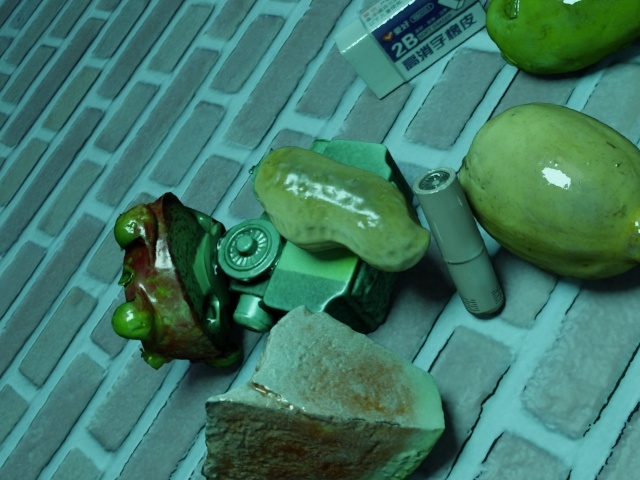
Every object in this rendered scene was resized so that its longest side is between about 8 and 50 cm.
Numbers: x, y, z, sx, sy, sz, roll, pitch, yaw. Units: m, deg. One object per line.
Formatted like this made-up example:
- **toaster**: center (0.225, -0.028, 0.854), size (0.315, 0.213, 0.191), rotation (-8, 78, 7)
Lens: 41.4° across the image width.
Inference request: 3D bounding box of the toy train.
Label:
- **toy train**: center (0.000, 0.000, 1.165), size (0.238, 0.167, 0.299), rotation (11, 69, 30)

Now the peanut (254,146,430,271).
- **peanut**: center (0.024, -0.033, 1.023), size (0.236, 0.110, 0.120), rotation (29, 55, 22)

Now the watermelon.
- **watermelon**: center (-0.021, 0.217, 0.993), size (0.310, 0.232, 0.193), rotation (-25, 16, 39)

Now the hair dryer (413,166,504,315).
- **hair dryer**: center (0.158, -0.043, 1.066), size (0.053, 0.195, 0.220), rotation (-22, 33, 9)

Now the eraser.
- **eraser**: center (0.139, -0.324, 1.294), size (0.210, 0.124, 0.068), rotation (-34, 47, 14)

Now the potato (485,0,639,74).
- **potato**: center (0.340, -0.314, 1.123), size (0.253, 0.148, 0.186), rotation (0, 45, 47)

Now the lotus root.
- **lotus root**: center (0.291, -0.044, 0.947), size (0.183, 0.183, 0.310), rotation (-51, 49, -3)

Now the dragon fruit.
- **dragon fruit**: center (-0.200, 0.055, 1.206), size (0.130, 0.268, 0.295), rotation (-12, 24, 10)
